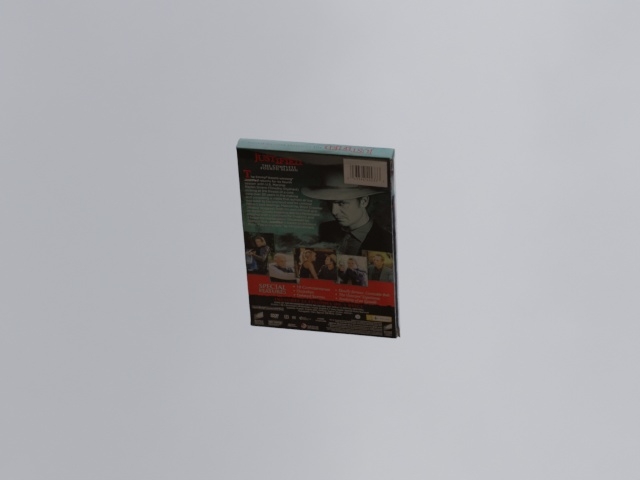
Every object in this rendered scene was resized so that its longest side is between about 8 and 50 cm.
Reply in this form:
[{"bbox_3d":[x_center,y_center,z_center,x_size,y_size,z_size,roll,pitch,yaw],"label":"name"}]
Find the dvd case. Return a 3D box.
[{"bbox_3d":[0.000,0.000,1.063,0.087,0.013,0.119,4,-54,12],"label":"dvd case"}]
